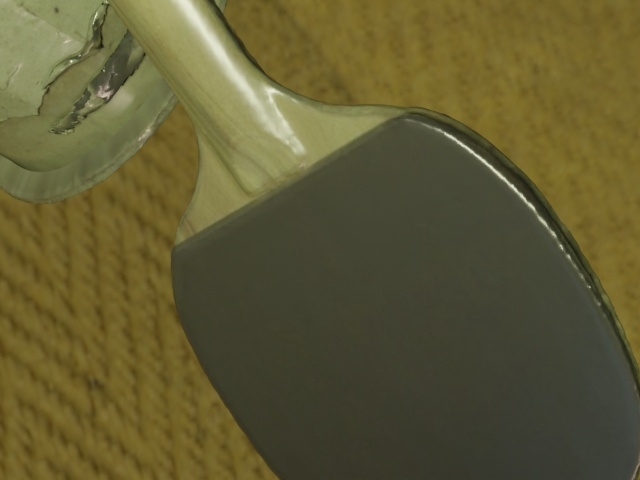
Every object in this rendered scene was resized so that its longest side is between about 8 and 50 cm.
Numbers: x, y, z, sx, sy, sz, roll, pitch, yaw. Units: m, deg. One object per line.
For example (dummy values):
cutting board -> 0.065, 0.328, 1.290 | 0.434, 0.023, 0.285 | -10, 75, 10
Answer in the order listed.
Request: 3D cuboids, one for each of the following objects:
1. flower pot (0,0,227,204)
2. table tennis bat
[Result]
flower pot -> -0.181, -0.145, 0.825 | 0.202, 0.212, 0.212 | 22, 58, -38
table tennis bat -> 0.000, 0.000, 0.505 | 0.246, 0.138, 0.022 | 55, 34, -8
